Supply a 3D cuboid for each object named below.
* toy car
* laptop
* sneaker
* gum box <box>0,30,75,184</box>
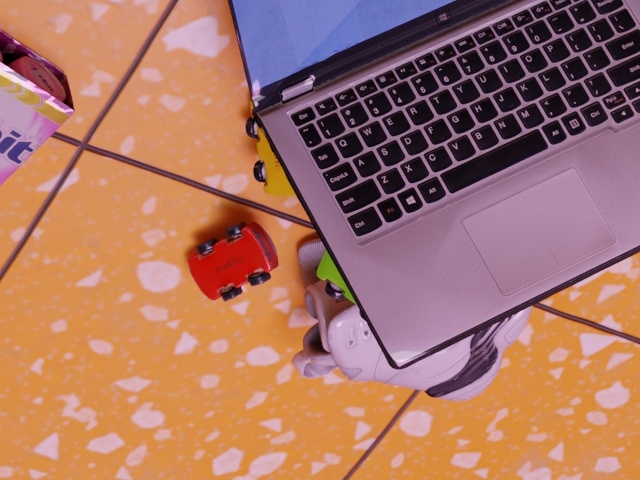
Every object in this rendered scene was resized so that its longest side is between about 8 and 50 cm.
[{"bbox_3d":[0.000,0.000,1.667,0.053,0.225,0.239,-30,150,-51],"label":"toy car"},{"bbox_3d":[0.146,-0.174,1.476,0.382,0.408,0.236,-25,167,-14],"label":"laptop"},{"bbox_3d":[0.106,0.017,1.735,0.210,0.137,0.365,2,132,-23],"label":"sneaker"},{"bbox_3d":[-0.316,-0.137,1.514,0.107,0.062,0.188,-42,129,18],"label":"gum box"}]
